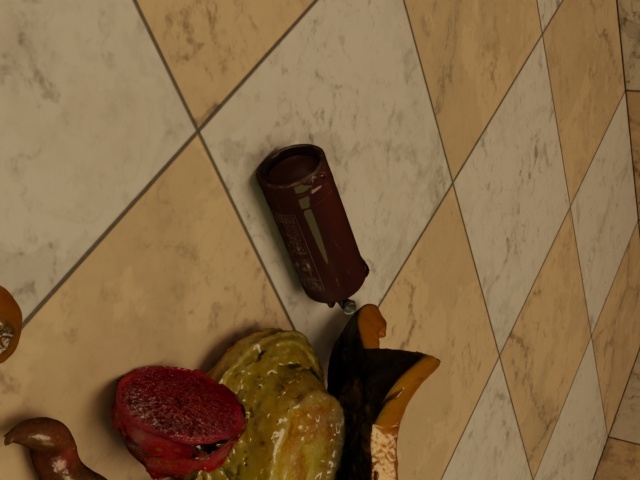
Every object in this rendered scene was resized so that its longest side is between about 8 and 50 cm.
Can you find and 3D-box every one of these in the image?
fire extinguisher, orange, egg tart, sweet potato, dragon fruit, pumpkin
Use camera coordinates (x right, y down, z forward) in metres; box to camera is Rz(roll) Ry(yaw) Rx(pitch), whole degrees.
[{"bbox_3d":[0.000,0.000,1.180,0.105,0.105,0.269,-55,138,-35],"label":"fire extinguisher"},{"bbox_3d":[-0.298,0.075,0.767,0.086,0.062,0.086,-21,114,-57],"label":"orange"},{"bbox_3d":[-0.056,0.258,1.122,0.294,0.123,0.294,-15,108,-55],"label":"egg tart"},{"bbox_3d":[-0.250,0.244,0.884,0.055,0.058,0.202,-42,133,-24],"label":"sweet potato"},{"bbox_3d":[-0.161,0.222,0.957,0.153,0.153,0.111,-19,131,-54],"label":"dragon fruit"},{"bbox_3d":[0.066,0.235,1.222,0.095,0.290,0.258,13,93,-16],"label":"pumpkin"}]
